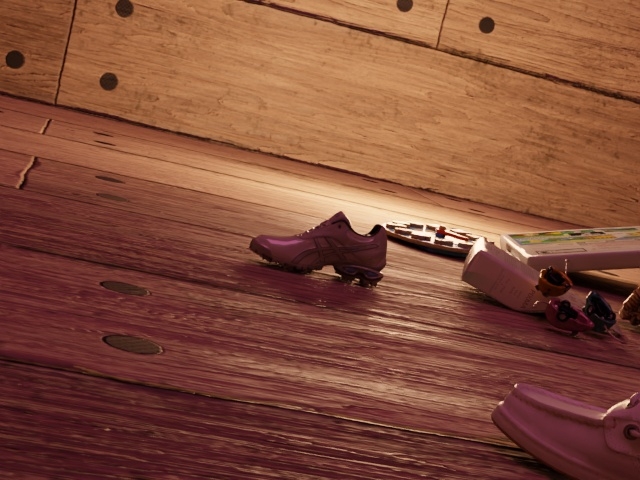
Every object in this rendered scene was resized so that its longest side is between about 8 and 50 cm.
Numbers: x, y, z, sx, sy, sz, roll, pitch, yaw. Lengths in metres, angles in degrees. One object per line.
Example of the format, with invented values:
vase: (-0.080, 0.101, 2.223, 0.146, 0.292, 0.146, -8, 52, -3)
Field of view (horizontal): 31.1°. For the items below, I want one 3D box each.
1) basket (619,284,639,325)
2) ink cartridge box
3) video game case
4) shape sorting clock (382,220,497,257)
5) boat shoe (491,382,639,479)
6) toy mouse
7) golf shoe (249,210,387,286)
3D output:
basket: (0.599, 0.048, 1.652, 0.223, 0.213, 0.299, 20, 10, 37)
ink cartridge box: (0.305, 0.079, 1.607, 0.225, 0.056, 0.181, 33, 9, 4)
video game case: (0.514, 0.015, 2.097, 0.329, 0.036, 0.300, -3, 8, 0)
shape sorting clock: (0.209, -0.007, 2.018, 0.206, 0.040, 0.206, 13, 7, -2)
boat shoe: (0.255, 0.141, 0.810, 0.277, 0.096, 0.098, 18, 9, 32)
toy mouse: (0.329, 0.094, 1.468, 0.143, 0.031, 0.161, 43, 32, 21)
golf shoe: (0.000, 0.000, 1.434, 0.176, 0.086, 0.069, 10, 10, -17)
